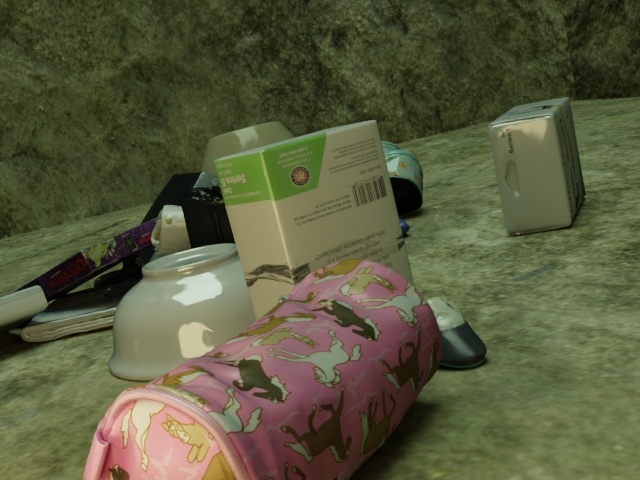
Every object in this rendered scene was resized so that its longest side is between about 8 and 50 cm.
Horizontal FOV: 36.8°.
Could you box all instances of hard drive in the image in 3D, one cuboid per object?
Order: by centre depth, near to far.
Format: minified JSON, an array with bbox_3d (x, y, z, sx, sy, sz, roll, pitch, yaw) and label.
[{"bbox_3d":[-0.655,0.169,1.587,0.353,0.047,0.233,-20,-3,-39],"label":"hard drive"},{"bbox_3d":[-0.320,-0.037,2.045,0.172,0.054,0.254,2,58,53],"label":"hard drive"}]

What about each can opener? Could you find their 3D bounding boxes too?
[{"bbox_3d":[-0.346,0.071,1.707,0.059,0.073,0.186,32,11,3],"label":"can opener"}]

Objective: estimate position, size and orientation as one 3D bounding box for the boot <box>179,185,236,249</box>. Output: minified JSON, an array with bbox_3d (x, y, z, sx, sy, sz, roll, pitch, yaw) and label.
[{"bbox_3d":[-0.199,0.018,1.569,0.247,0.207,0.094,-11,10,11],"label":"boot"}]

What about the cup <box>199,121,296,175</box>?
[{"bbox_3d":[-0.143,-0.135,2.176,0.331,0.236,0.331,-14,4,1],"label":"cup"}]

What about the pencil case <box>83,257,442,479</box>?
[{"bbox_3d":[-0.031,0.137,0.846,0.167,0.160,0.386,-16,7,30],"label":"pencil case"}]

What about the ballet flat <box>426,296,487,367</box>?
[{"bbox_3d":[0.124,0.098,1.135,0.074,0.074,0.203,-16,11,-19],"label":"ballet flat"}]

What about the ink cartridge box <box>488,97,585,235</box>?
[{"bbox_3d":[0.402,-0.142,1.762,0.117,0.201,0.278,-8,11,22],"label":"ink cartridge box"}]

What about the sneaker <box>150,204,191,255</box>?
[{"bbox_3d":[-0.221,-0.008,1.760,0.169,0.108,0.292,2,-15,-2],"label":"sneaker"}]

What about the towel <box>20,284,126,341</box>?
[{"bbox_3d":[-0.409,0.121,1.749,0.209,0.034,0.285,-12,9,0],"label":"towel"}]

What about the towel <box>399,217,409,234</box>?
[{"bbox_3d":[0.000,0.000,1.963,0.336,0.040,0.243,-15,12,-6],"label":"towel"}]

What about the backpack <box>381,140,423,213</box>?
[{"bbox_3d":[0.136,-0.132,2.122,0.189,0.166,0.144,0,57,20],"label":"backpack"}]

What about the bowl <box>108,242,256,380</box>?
[{"bbox_3d":[-0.171,0.086,1.375,0.298,0.134,0.298,-12,10,2],"label":"bowl"}]

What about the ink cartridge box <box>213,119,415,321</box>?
[{"bbox_3d":[0.001,0.000,1.245,0.198,0.272,0.115,-20,10,-38],"label":"ink cartridge box"}]

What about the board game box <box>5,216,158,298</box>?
[{"bbox_3d":[-0.463,0.063,1.801,0.347,0.056,0.208,-26,7,38],"label":"board game box"}]
